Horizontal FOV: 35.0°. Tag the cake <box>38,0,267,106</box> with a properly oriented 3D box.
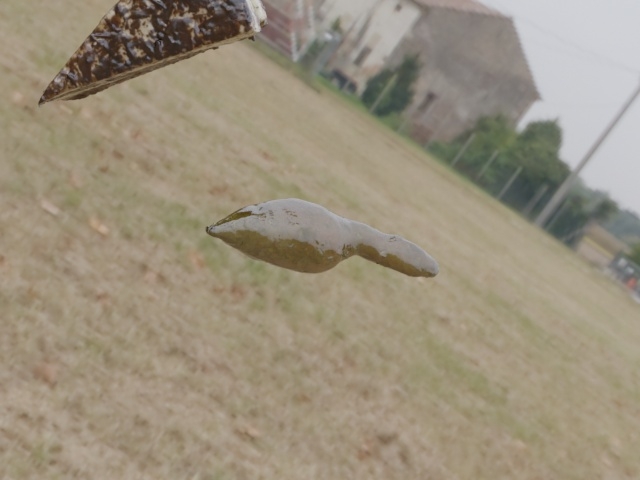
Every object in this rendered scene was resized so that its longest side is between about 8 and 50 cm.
[{"bbox_3d":[-0.189,-0.237,1.040,0.112,0.246,0.135,-65,137,-78],"label":"cake"}]

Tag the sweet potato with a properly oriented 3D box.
[{"bbox_3d":[0.002,-0.001,1.051,0.270,0.074,0.075,10,20,-25],"label":"sweet potato"}]
